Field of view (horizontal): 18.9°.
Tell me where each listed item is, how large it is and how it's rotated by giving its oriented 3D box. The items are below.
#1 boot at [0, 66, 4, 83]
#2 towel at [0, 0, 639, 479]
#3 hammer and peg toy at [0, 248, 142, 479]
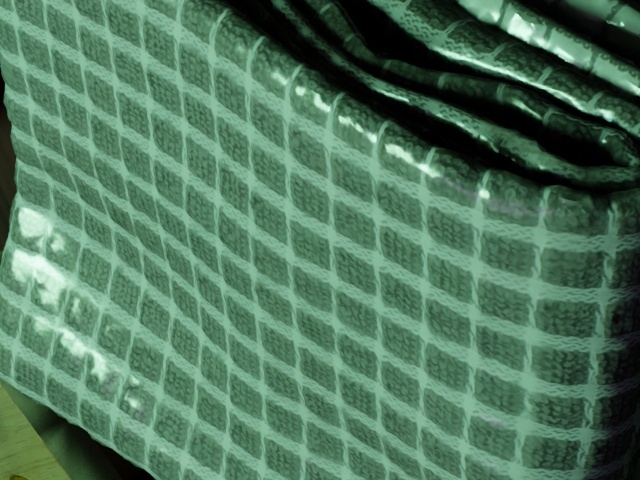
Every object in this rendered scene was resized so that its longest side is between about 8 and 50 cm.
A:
[{"bbox_3d":[-0.206,-0.125,0.733,0.207,0.094,0.246,27,112,-2],"label":"boot"},{"bbox_3d":[0.000,0.000,0.643,0.284,0.121,0.235,30,140,30],"label":"towel"},{"bbox_3d":[-0.184,0.152,1.010,0.266,0.127,0.361,55,147,-7],"label":"hammer and peg toy"}]
